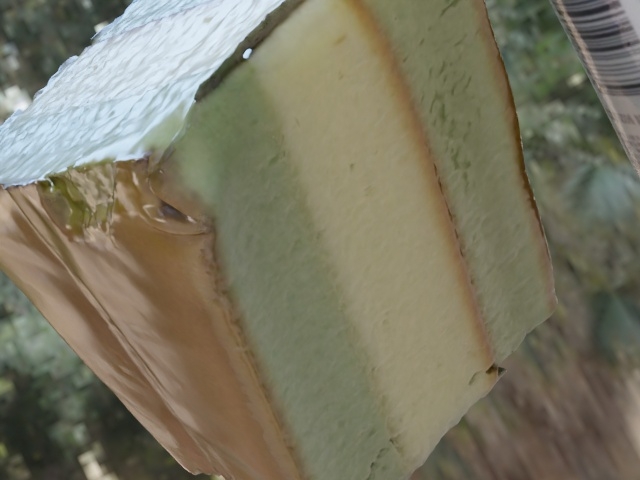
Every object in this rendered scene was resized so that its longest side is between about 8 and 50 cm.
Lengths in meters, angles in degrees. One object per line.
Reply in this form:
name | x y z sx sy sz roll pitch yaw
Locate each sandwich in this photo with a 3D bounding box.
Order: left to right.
sandwich | 0.000 0.000 0.698 0.155 0.198 0.227 -47 18 -20

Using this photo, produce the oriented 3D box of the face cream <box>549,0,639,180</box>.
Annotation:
face cream | 0.136 -0.067 0.732 0.058 0.243 0.092 -41 23 -27
